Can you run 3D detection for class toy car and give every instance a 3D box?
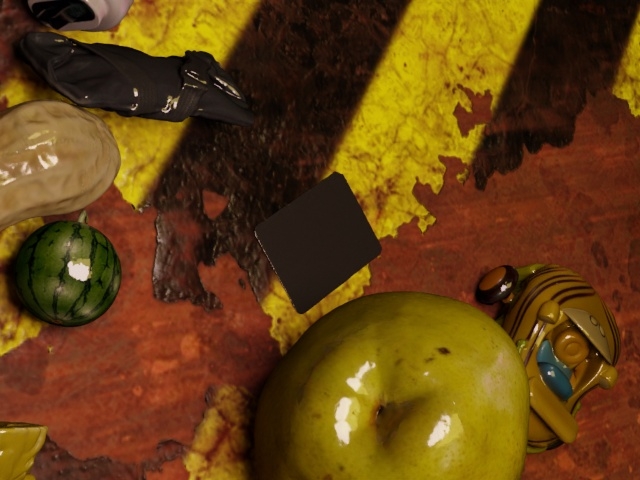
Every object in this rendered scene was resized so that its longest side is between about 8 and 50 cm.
[{"bbox_3d":[0.275,0.137,1.571,0.200,0.142,0.247,45,56,-23],"label":"toy car"}]

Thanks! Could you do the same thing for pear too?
[{"bbox_3d":[0.075,0.186,1.306,0.294,0.294,0.294,12,71,-38],"label":"pear"}]

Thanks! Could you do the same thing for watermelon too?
[{"bbox_3d":[-0.231,0.026,1.205,0.109,0.109,0.109,12,71,-38],"label":"watermelon"}]

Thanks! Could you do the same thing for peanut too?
[{"bbox_3d":[-0.287,-0.056,1.161,0.274,0.125,0.111,-29,89,-42],"label":"peanut"}]

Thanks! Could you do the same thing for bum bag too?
[{"bbox_3d":[-0.171,-0.160,1.299,0.248,0.060,0.123,-7,39,-42],"label":"bum bag"}]

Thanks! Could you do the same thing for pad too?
[{"bbox_3d":[0.000,0.000,1.470,0.157,0.003,0.112,-36,102,-40],"label":"pad"}]

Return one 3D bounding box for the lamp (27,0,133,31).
[{"bbox_3d":[-0.256,-0.306,1.227,0.108,0.180,0.246,-58,134,-30],"label":"lamp"}]

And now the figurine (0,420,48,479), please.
[{"bbox_3d":[-0.313,0.300,1.031,0.187,0.168,0.315,1,85,4],"label":"figurine"}]
